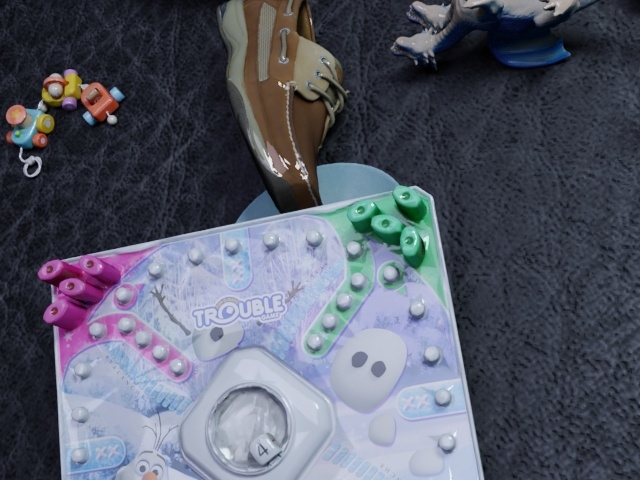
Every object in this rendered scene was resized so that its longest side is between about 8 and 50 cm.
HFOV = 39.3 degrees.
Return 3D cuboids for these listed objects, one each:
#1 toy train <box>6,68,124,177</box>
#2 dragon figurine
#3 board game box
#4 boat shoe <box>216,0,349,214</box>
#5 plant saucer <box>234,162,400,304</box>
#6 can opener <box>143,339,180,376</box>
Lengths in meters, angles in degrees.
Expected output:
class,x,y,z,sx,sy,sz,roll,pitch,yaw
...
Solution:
class,x,y,z,sx,sy,sz,roll,pitch,yaw
toy train,-0.341,-0.164,1.159,0.166,0.046,0.125,-38,57,3
dragon figurine,0.214,-0.233,0.915,0.289,0.144,0.085,2,77,11
board game box,-0.063,0.166,0.798,0.390,0.050,0.389,-11,74,12
boat shoe,-0.034,-0.169,0.970,0.120,0.122,0.324,-18,52,4
plant saucer,0.000,0.000,0.917,0.195,0.037,0.195,-14,44,13
can opener,-0.110,0.183,0.863,0.076,0.095,0.283,-43,57,1
